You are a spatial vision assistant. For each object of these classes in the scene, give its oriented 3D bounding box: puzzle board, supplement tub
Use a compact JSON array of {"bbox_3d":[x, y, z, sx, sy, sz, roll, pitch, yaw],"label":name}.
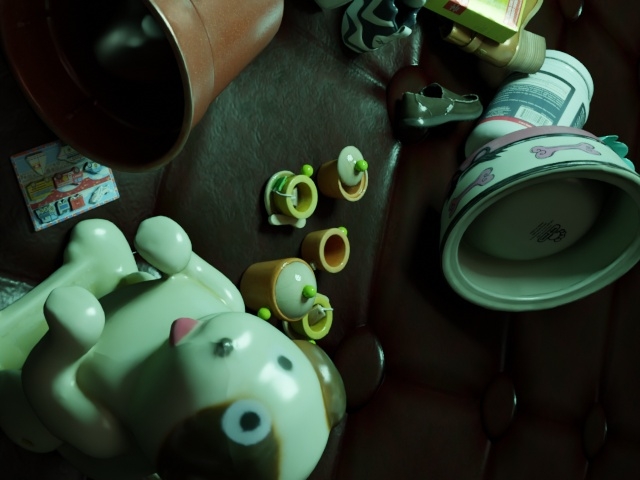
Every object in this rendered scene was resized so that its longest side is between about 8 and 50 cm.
[{"bbox_3d":[-0.318,-0.079,1.067,0.128,0.011,0.097,-30,113,-43],"label":"puzzle board"},{"bbox_3d":[0.430,-0.239,1.733,0.272,0.191,0.191,-55,128,-30],"label":"supplement tub"}]

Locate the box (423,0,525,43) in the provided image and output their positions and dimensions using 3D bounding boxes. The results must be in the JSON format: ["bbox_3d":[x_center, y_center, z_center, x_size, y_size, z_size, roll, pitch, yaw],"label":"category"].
[{"bbox_3d":[0.259,-0.452,1.558,0.232,0.058,0.087,23,73,-14],"label":"box"}]

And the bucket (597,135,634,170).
[{"bbox_3d":[0.560,-0.096,1.888,0.281,0.183,0.281,-2,93,-47],"label":"bucket"}]

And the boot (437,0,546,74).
[{"bbox_3d":[0.327,-0.464,1.692,0.220,0.109,0.284,13,61,-21],"label":"boot"}]

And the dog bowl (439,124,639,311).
[{"bbox_3d":[0.411,-0.044,1.601,0.408,0.407,0.150,41,29,-40],"label":"dog bowl"}]

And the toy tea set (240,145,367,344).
[{"bbox_3d":[0.000,0.000,1.329,0.200,0.124,0.336,25,74,-45],"label":"toy tea set"}]

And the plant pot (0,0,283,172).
[{"bbox_3d":[-0.192,-0.265,1.029,0.265,0.272,0.273,-49,125,-43],"label":"plant pot"}]

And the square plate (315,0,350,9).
[{"bbox_3d":[0.043,-0.487,1.194,0.347,0.343,0.049,41,47,-40],"label":"square plate"}]

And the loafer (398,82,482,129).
[{"bbox_3d":[0.231,-0.258,1.598,0.220,0.080,0.079,-18,106,-45],"label":"loafer"}]

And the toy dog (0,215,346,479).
[{"bbox_3d":[-0.179,0.175,0.938,0.284,0.407,0.396,-31,114,-41],"label":"toy dog"}]

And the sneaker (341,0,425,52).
[{"bbox_3d":[0.120,-0.437,1.418,0.094,0.153,0.235,19,78,-47],"label":"sneaker"}]
